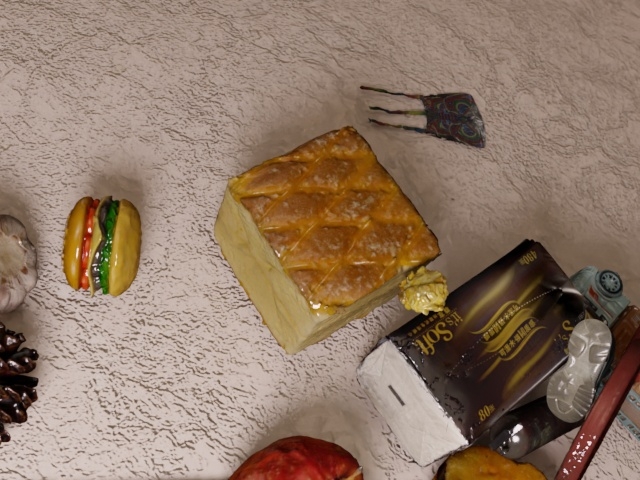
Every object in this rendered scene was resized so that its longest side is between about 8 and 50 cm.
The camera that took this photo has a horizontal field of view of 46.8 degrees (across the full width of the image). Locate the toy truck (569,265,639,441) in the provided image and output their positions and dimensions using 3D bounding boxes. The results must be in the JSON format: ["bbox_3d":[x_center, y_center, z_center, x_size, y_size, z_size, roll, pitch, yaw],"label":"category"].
[{"bbox_3d":[0.537,0.207,1.341,0.162,0.136,0.305,-38,80,-28],"label":"toy truck"}]

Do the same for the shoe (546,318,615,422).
[{"bbox_3d":[0.414,0.199,1.143,0.071,0.169,0.099,25,14,36],"label":"shoe"}]

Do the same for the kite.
[{"bbox_3d":[0.219,-0.271,1.573,0.286,0.015,0.152,6,57,-19],"label":"kite"}]

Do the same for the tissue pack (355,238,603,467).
[{"bbox_3d":[0.254,0.181,1.220,0.370,0.198,0.210,-30,80,-30],"label":"tissue pack"}]

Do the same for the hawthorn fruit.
[{"bbox_3d":[-0.013,0.354,0.996,0.208,0.243,0.207,21,48,-25],"label":"hawthorn fruit"}]

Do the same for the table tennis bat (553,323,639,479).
[{"bbox_3d":[0.457,0.245,1.143,0.051,0.268,0.415,28,50,26],"label":"table tennis bat"}]

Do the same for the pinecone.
[{"bbox_3d":[-0.459,0.188,1.006,0.163,0.163,0.165,24,44,-5],"label":"pinecone"}]

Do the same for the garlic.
[{"bbox_3d":[-0.494,0.033,1.099,0.147,0.102,0.159,-12,88,-56],"label":"garlic"}]

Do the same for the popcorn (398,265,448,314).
[{"bbox_3d":[0.155,0.077,1.116,0.083,0.057,0.082,-20,31,-19],"label":"popcorn"}]

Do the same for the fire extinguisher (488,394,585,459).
[{"bbox_3d":[0.347,0.296,1.197,0.268,0.089,0.072,-5,55,-46],"label":"fire extinguisher"}]

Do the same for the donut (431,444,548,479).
[{"bbox_3d":[0.259,0.443,1.124,0.254,0.118,0.253,7,61,-13],"label":"donut"}]

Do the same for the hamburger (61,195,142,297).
[{"bbox_3d":[-0.336,0.009,1.142,0.115,0.162,0.161,6,60,-12],"label":"hamburger"}]

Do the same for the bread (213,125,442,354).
[{"bbox_3d":[0.000,0.000,1.231,0.279,0.207,0.279,-30,76,-29],"label":"bread"}]
